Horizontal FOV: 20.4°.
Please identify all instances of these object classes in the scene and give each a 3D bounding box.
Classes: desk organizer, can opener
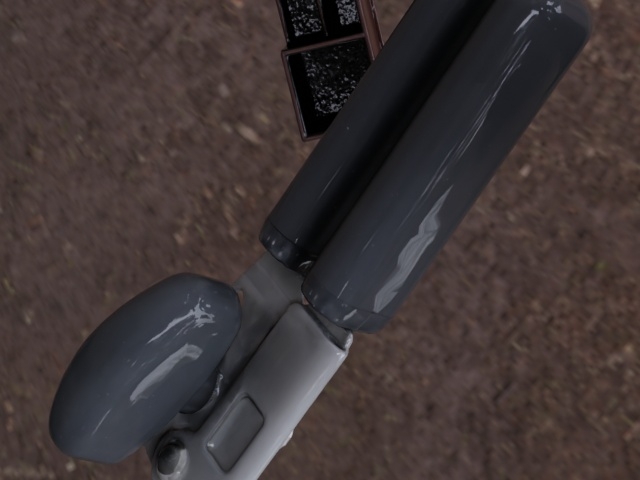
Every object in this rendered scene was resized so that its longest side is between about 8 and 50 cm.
[{"bbox_3d":[-0.001,-0.116,0.840,0.047,0.050,0.130,-12,102,8],"label":"desk organizer"},{"bbox_3d":[0.000,0.000,0.723,0.093,0.074,0.280,23,110,-47],"label":"can opener"}]
